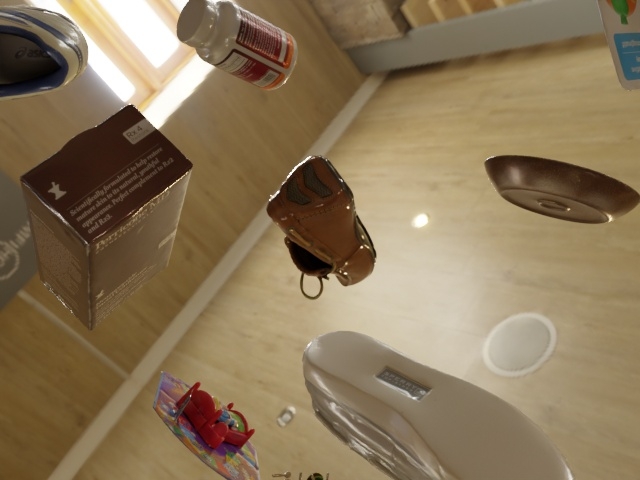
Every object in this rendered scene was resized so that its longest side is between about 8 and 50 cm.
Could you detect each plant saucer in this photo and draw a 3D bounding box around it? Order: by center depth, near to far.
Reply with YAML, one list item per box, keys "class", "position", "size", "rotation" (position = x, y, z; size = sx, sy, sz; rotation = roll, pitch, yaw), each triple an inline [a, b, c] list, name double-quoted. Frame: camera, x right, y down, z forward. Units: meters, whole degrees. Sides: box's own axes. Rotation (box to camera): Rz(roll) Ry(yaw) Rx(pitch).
- class: "plant saucer"
  position: [0.304, -0.059, 0.893]
  size: [0.198, 0.198, 0.036]
  rotation: [11, -98, 54]

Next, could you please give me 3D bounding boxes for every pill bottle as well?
- class: "pill bottle"
  position: [-0.111, -0.266, 0.926]
  size: [0.086, 0.152, 0.086]
  rotation: [-16, -114, 42]

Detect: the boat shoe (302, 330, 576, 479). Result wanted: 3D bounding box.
- class: "boat shoe"
  position: [0.058, 0.118, 0.404]
  size: [0.184, 0.063, 0.066]
  rotation: [21, -143, 35]

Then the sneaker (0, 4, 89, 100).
- class: "sneaker"
  position: [-0.397, -0.198, 0.715]
  size: [0.296, 0.112, 0.131]
  rotation: [-8, -154, -13]

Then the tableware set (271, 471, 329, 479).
- class: "tableware set"
  position: [-0.041, 0.535, 1.435]
  size: [0.024, 0.154, 0.104]
  rotation: [-1, -102, 55]

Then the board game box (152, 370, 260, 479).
- class: "board game box"
  position: [-0.100, 0.176, 0.685]
  size: [0.033, 0.133, 0.168]
  rotation: [-48, -170, -1]

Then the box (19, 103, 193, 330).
- class: "box"
  position: [-0.328, -0.019, 1.073]
  size: [0.191, 0.143, 0.381]
  rotation: [-44, 173, -28]

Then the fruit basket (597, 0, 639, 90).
- class: "fruit basket"
  position: [0.319, -0.319, 0.629]
  size: [0.327, 0.353, 0.165]
  rotation: [-14, 174, -39]

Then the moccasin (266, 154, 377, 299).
- class: "moccasin"
  position: [0.002, 0.003, 1.115]
  size: [0.147, 0.380, 0.139]
  rotation: [-34, -106, -1]
